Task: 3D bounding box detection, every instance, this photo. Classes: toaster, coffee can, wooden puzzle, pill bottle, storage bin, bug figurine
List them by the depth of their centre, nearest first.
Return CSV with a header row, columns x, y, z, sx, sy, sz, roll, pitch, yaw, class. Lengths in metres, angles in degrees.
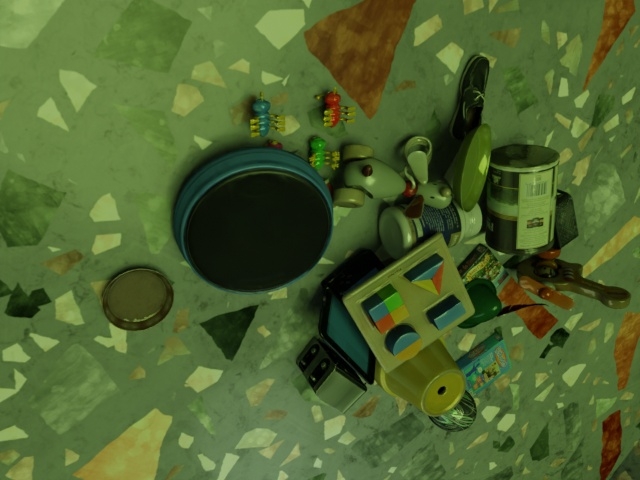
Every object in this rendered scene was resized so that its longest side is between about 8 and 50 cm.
x,y,z,sx,sy,sz,roll,pitch,yaw,class
-0.054,-0.259,1.378,0.279,0.072,0.216,-12,123,-27,bug figurine
0.262,0.190,1.566,0.322,0.080,0.348,-33,124,-6,wooden puzzle
0.312,-0.044,1.612,0.265,0.153,0.153,-14,117,-21,pill bottle
0.034,0.392,1.657,0.110,0.168,0.186,-48,123,2,toaster
0.595,-0.122,1.694,0.202,0.201,0.275,-17,118,-20,coffee can
0.745,-0.074,1.840,0.084,0.122,0.180,-33,123,-11,storage bin

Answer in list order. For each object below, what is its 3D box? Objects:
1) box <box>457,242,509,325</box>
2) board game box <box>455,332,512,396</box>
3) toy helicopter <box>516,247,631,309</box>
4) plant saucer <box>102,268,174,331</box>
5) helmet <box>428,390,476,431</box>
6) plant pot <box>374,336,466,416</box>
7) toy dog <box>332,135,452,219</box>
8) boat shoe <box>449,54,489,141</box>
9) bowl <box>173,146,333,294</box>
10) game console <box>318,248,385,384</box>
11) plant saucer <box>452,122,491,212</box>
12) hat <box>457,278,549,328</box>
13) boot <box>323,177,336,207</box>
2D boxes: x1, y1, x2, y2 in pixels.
x,y,z,sx,sy,sz,roll,pitch,yaw,class
0.489,0.145,1.852,0.233,0.044,0.159,-48,124,-1,box
0.574,0.449,2.029,0.210,0.047,0.160,-32,122,-11,board game box
0.792,0.139,1.819,0.235,0.355,0.140,-25,123,-36,toy helicopter
-0.441,0.140,1.382,0.168,0.029,0.168,-10,115,-23,plant saucer
0.444,0.569,1.946,0.169,0.161,0.169,-11,116,-23,helmet
0.312,0.402,1.760,0.254,0.239,0.254,-10,115,-23,plant pot
0.194,-0.155,1.450,0.334,0.161,0.220,-12,91,-16,toy dog
0.425,-0.386,1.566,0.084,0.079,0.233,3,109,-27,boat shoe
-0.151,-0.032,1.374,0.391,0.077,0.391,-9,126,-13,bowl
0.140,0.218,1.624,0.250,0.173,0.293,-39,125,2,game console
0.403,-0.196,1.530,0.241,0.037,0.241,-37,134,-50,plant saucer
0.542,0.227,1.777,0.173,0.183,0.208,24,100,-33,hat
-0.034,-0.105,1.472,0.158,0.059,0.084,-25,112,-19,boot
